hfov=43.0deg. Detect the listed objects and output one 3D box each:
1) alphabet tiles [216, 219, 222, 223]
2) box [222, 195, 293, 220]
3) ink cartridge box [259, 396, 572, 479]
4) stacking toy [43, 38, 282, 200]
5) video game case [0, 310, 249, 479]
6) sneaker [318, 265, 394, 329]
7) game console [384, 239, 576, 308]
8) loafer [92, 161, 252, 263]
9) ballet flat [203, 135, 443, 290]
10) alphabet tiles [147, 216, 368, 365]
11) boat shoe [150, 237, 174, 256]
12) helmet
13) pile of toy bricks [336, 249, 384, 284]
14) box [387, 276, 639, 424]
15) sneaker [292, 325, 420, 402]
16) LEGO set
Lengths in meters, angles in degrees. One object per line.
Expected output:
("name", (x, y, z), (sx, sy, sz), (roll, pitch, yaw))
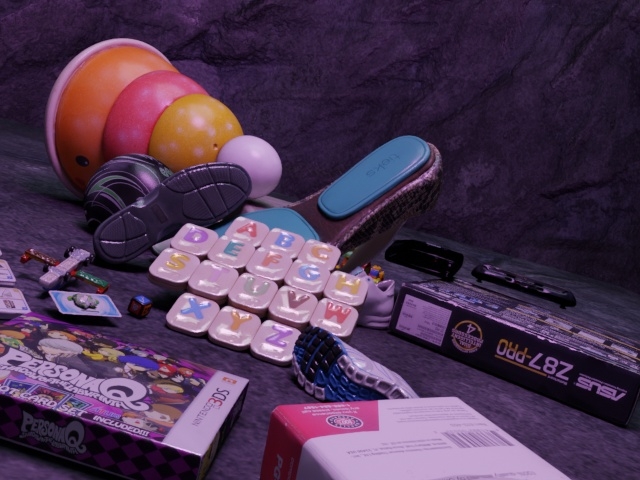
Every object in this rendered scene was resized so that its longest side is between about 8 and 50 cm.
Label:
("alphabet tiles", (-0.307, -0.080, 2.050), (0.342, 0.011, 0.285), (16, 7, -6))
("box", (-0.104, -0.009, 1.563), (0.148, 0.121, 0.311), (14, 8, -13))
("ink cartridge box", (0.085, 0.197, 0.530), (0.172, 0.100, 0.237), (3, 13, -29))
("stacking toy", (-0.269, -0.189, 1.573), (0.479, 0.351, 0.350), (20, 8, 37))
("video game case", (-0.190, 0.130, 0.697), (0.232, 0.042, 0.210), (17, 6, 3))
("sneaker", (0.040, 0.085, 1.302), (0.212, 0.094, 0.080), (8, 13, -46))
("game console", (0.308, 0.066, 1.554), (0.361, 0.044, 0.213), (17, 7, 13))
("loafer", (-0.237, -0.047, 1.277), (0.267, 0.096, 0.084), (-28, 6, -21))
("ballet flat", (0.000, 0.000, 1.328), (0.482, 0.182, 0.164), (-27, 43, -15))
("alphabet tiles", (-0.081, 0.055, 1.105), (0.284, 0.021, 0.278), (17, 33, 8))
("boat shoe", (-0.245, 0.019, 1.382), (0.125, 0.038, 0.046), (-6, 65, -57))
("helmet", (-0.333, -0.072, 1.440), (0.161, 0.169, 0.169), (37, 13, 15))
("pile of toy bricks", (0.071, 0.042, 1.628), (0.118, 0.105, 0.212), (19, 8, 17))
("box", (0.350, 0.167, 1.384), (0.394, 0.097, 0.318), (19, 10, 23))
("sneaker", (0.046, 0.162, 0.920), (0.190, 0.071, 0.083), (34, 10, 38))
("LEGO set", (-0.333, 0.058, 0.979), (0.244, 0.060, 0.182), (8, 23, -40))
